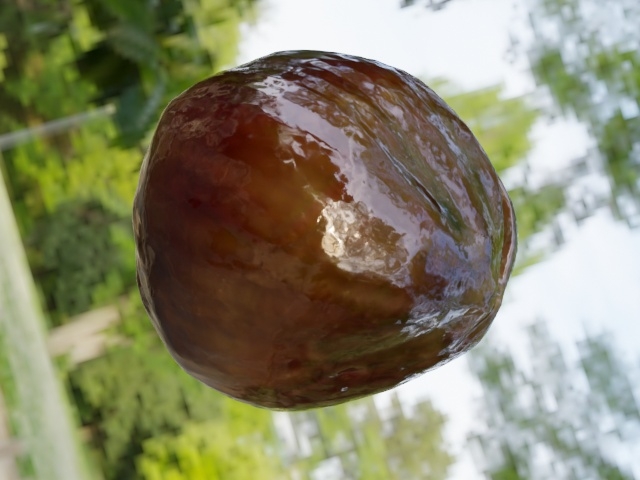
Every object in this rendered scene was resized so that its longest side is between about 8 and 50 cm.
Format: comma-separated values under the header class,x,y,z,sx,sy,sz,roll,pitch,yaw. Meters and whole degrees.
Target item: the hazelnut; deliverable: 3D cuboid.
class,x,y,z,sx,sy,sz,roll,pitch,yaw
hazelnut,0.000,0.000,0.909,0.204,0.178,0.178,51,17,-64
